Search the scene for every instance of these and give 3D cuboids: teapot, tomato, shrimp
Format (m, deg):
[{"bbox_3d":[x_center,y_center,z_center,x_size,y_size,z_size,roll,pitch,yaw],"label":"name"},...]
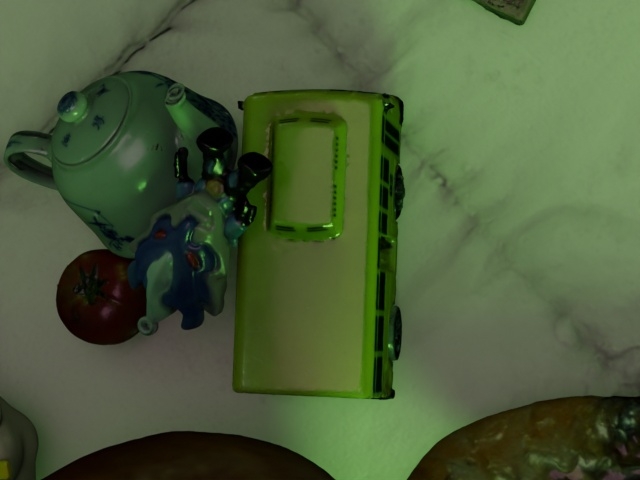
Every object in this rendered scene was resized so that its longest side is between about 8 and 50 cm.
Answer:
[{"bbox_3d":[-0.167,-0.078,1.273,0.232,0.159,0.159,-10,82,37],"label":"teapot"},{"bbox_3d":[-0.186,0.050,1.322,0.087,0.075,0.087,-6,73,21],"label":"tomato"},{"bbox_3d":[0.278,0.215,1.161,0.445,0.085,0.272,-9,42,2],"label":"shrimp"}]

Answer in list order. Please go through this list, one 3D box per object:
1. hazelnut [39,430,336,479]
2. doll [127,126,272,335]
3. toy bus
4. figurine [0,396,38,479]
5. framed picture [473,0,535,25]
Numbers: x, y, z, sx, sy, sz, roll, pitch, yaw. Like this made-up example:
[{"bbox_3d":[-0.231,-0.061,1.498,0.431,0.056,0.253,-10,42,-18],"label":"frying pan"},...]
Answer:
[{"bbox_3d":[-0.116,0.311,1.151,0.366,0.366,0.366,-1,85,10],"label":"hazelnut"},{"bbox_3d":[-0.103,0.002,1.208,0.096,0.070,0.195,37,121,14],"label":"doll"},{"bbox_3d":[0.000,0.000,1.252,0.128,0.150,0.262,1,87,12],"label":"toy bus"},{"bbox_3d":[-0.316,0.167,1.319,0.229,0.112,0.137,49,122,17],"label":"figurine"},{"bbox_3d":[0.082,-0.366,1.338,0.335,0.022,0.247,27,90,12],"label":"framed picture"}]
